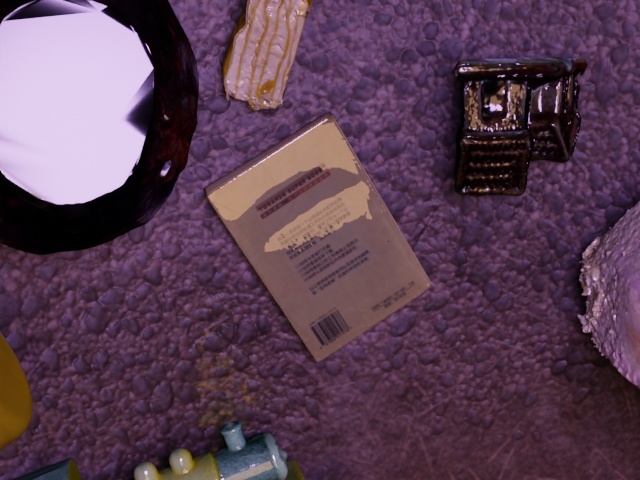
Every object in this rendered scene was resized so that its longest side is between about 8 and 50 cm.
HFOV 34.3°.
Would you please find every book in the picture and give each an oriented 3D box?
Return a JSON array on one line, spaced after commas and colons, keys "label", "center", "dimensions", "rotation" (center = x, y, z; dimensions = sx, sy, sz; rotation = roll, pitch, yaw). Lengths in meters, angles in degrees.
[{"label": "book", "center": [0.000, 0.000, 1.119], "dimensions": [0.161, 0.026, 0.231], "rotation": [-32, 110, -2]}]

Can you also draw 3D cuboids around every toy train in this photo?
[{"label": "toy train", "center": [-0.162, 0.321, 1.121], "dimensions": [0.368, 0.150, 0.237], "rotation": [-21, 103, -8]}]

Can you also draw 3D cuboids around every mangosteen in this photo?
[{"label": "mangosteen", "center": [-0.249, -0.127, 0.918], "dimensions": [0.287, 0.233, 0.288], "rotation": [-2, 100, -13]}]

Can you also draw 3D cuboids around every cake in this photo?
[{"label": "cake", "center": [-0.051, -0.232, 1.036], "dimensions": [0.079, 0.116, 0.185], "rotation": [7, 136, -10]}]

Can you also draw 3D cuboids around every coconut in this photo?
[{"label": "coconut", "center": [0.439, 0.080, 1.087], "dimensions": [0.297, 0.309, 0.298], "rotation": [-3, 107, -11]}]

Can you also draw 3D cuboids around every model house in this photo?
[{"label": "model house", "center": [0.206, -0.118, 1.086], "dimensions": [0.165, 0.106, 0.152], "rotation": [-1, 104, -7]}]

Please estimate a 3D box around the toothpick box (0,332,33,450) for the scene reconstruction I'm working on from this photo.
[{"label": "toothpick box", "center": [-0.435, 0.182, 1.002], "dimensions": [0.271, 0.175, 0.175], "rotation": [-33, 110, 2]}]
